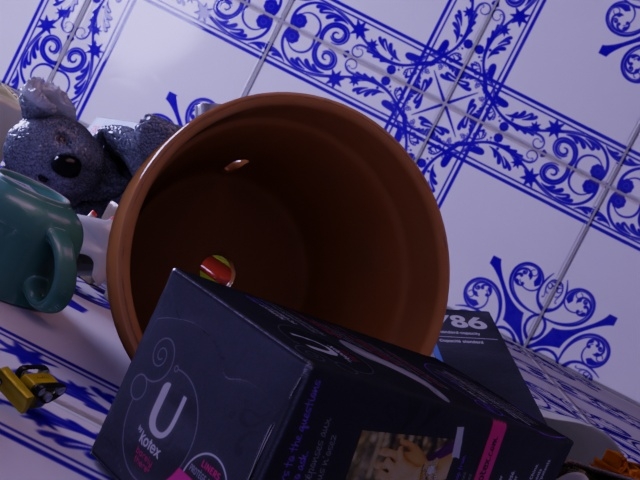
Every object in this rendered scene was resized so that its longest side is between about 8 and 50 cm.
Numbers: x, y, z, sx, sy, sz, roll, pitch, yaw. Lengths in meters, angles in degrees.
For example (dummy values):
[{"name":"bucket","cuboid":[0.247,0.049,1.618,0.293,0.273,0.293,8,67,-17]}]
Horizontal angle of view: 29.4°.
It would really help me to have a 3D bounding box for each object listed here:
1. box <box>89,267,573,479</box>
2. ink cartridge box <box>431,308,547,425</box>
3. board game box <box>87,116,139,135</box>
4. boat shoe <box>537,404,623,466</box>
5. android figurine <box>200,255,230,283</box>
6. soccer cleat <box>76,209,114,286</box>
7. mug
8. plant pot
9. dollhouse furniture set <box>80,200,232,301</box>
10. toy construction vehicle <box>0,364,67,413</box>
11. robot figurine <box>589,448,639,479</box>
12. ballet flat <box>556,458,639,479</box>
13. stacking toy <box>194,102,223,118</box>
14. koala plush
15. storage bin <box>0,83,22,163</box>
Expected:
[{"name":"box","cuboid":[0.013,0.141,0.824,0.270,0.143,0.165,23,4,-41]},{"name":"ink cartridge box","cuboid":[0.109,0.136,1.217,0.165,0.065,0.333,3,22,-9]},{"name":"board game box","cuboid":[-0.201,-0.068,1.897,0.318,0.066,0.318,39,-10,-26]},{"name":"boat shoe","cuboid":[0.304,0.259,1.659,0.227,0.079,0.081,23,9,-9]},{"name":"android figurine","cuboid":[-0.166,0.030,1.713,0.248,0.056,0.273,30,4,31]},{"name":"soccer cleat","cuboid":[-0.299,-0.006,1.295,0.196,0.076,0.068,14,-34,18]},{"name":"mug","cuboid":[-0.274,-0.002,1.126,0.157,0.097,0.129,27,4,7]},{"name":"plant pot","cuboid":[-0.063,0.027,1.072,0.291,0.291,0.203,25,-12,-22]},{"name":"dollhouse furniture set","cuboid":[-0.094,0.049,1.360,0.262,0.135,0.259,23,5,-42]},{"name":"toy construction vehicle","cuboid":[-0.230,0.086,0.813,0.086,0.035,0.098,40,11,20]},{"name":"robot figurine","cuboid":[0.458,0.345,1.512,0.291,0.085,0.211,23,7,-42]},{"name":"ballet flat","cuboid":[0.298,0.268,1.121,0.106,0.108,0.316,41,-19,-25]},{"name":"stacking toy","cuboid":[-0.141,-0.079,1.566,0.052,0.167,0.221,-1,-2,-11]},{"name":"koala plush","cuboid":[-0.294,-0.088,1.520,0.221,0.196,0.203,17,8,-17]},{"name":"storage bin","cuboid":[-0.550,-0.195,1.643,0.262,0.123,0.260,24,4,-26]}]
